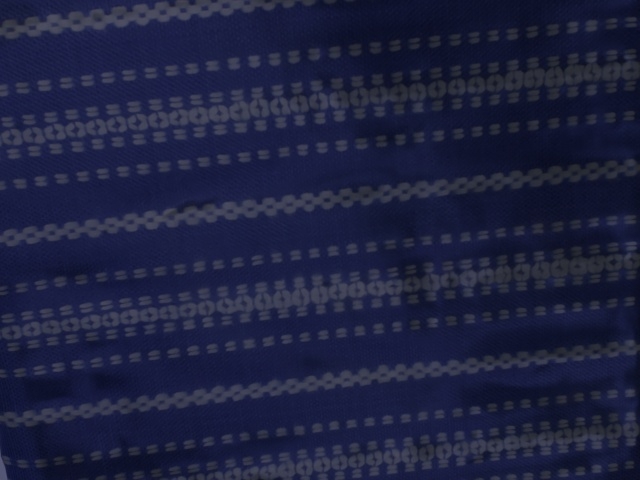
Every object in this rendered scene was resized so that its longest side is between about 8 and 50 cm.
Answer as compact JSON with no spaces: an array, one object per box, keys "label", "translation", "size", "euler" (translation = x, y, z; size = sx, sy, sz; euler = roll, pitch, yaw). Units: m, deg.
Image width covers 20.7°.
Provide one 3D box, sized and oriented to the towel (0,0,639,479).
[{"label":"towel","translation":[0.000,0.000,0.599],"size":[0.040,0.243,0.336],"euler":[-102,5,-59]}]
